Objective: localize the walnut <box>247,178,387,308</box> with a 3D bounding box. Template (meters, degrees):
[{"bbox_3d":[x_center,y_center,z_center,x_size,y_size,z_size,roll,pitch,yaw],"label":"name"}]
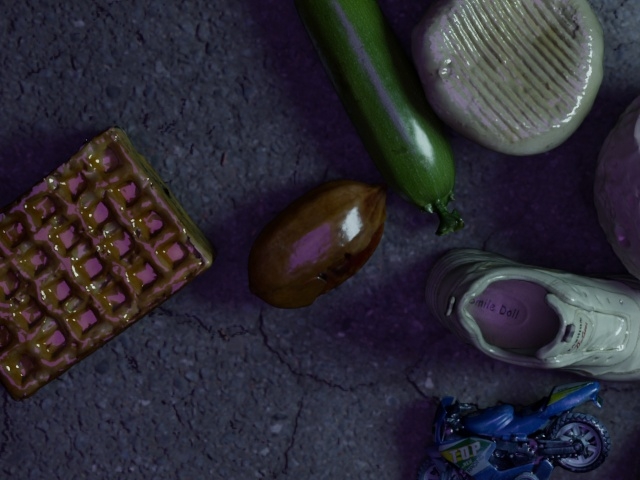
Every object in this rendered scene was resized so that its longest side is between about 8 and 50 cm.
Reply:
[{"bbox_3d":[0.000,0.000,1.916,0.207,0.116,0.116,-42,93,1],"label":"walnut"}]

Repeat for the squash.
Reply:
[{"bbox_3d":[0.071,-0.176,1.888,0.101,0.101,0.378,-26,96,7],"label":"squash"}]

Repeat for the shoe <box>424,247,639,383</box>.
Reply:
[{"bbox_3d":[0.288,0.100,1.854,0.342,0.210,0.132,13,98,1],"label":"shoe"}]

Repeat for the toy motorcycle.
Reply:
[{"bbox_3d":[0.223,0.237,1.933,0.254,0.092,0.135,-17,101,20],"label":"toy motorcycle"}]

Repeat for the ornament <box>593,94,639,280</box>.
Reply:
[{"bbox_3d":[0.435,-0.053,1.810,0.259,0.259,0.225,-12,138,5],"label":"ornament"}]

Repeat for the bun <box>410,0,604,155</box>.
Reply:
[{"bbox_3d":[0.219,-0.210,1.855,0.231,0.133,0.231,0,90,2],"label":"bun"}]

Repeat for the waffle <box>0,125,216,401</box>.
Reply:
[{"bbox_3d":[-0.306,0.028,1.944,0.308,0.091,0.213,-36,94,6],"label":"waffle"}]
